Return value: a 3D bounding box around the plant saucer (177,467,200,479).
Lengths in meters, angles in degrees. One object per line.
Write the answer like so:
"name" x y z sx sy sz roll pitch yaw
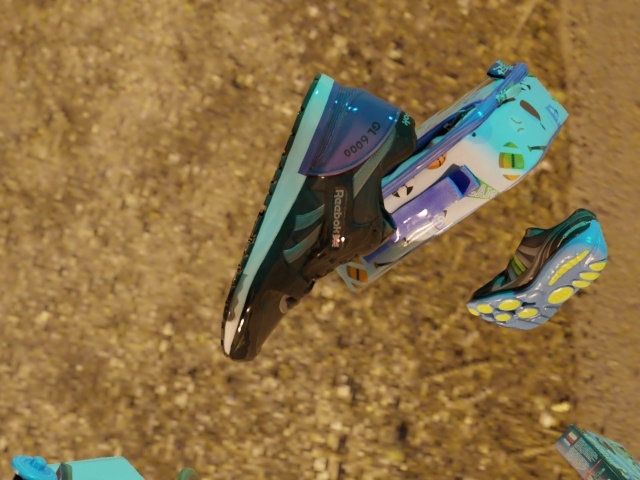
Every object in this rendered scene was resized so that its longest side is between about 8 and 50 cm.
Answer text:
"plant saucer" -0.181 0.360 2.028 0.013 0.083 0.083 -7 70 16

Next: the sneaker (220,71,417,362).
"sneaker" 0.000 0.000 1.323 0.107 0.124 0.283 -77 9 -72

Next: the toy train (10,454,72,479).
"toy train" -0.217 0.243 1.179 0.080 0.105 0.184 -61 16 7

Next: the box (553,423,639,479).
"box" 0.262 0.214 1.195 0.027 0.094 0.137 -50 49 11

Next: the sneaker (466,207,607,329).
"sneaker" 0.222 0.031 1.470 0.188 0.067 0.078 -42 29 43

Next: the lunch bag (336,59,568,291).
"lunch bag" 0.134 -0.075 1.637 0.303 0.243 0.115 -38 93 34

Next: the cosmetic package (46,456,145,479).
"cosmetic package" -0.179 0.469 1.551 0.453 0.161 0.230 43 107 24
